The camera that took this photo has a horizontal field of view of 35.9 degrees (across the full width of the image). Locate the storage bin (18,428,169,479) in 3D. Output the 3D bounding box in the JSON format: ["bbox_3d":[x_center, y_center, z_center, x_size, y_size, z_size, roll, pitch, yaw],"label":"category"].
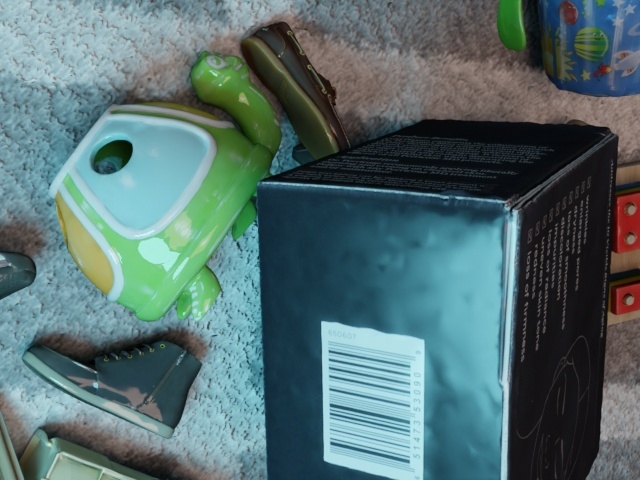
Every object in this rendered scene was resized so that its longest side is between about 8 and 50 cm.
[{"bbox_3d":[-0.308,0.413,1.318,0.262,0.123,0.260,29,91,-25],"label":"storage bin"}]

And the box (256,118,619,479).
[{"bbox_3d":[0.165,0.121,1.212,0.472,0.297,0.479,-26,119,-58],"label":"box"}]

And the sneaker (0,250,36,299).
[{"bbox_3d":[-0.453,0.128,1.160,0.281,0.106,0.162,-21,73,-7],"label":"sneaker"}]

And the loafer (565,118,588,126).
[{"bbox_3d":[0.371,-0.045,1.479,0.092,0.102,0.268,-12,109,-25],"label":"loafer"}]

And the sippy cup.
[{"bbox_3d":[0.398,-0.324,1.362,0.306,0.240,0.224,2,117,9],"label":"sippy cup"}]

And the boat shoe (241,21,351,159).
[{"bbox_3d":[-0.016,-0.191,1.271,0.073,0.073,0.207,-32,89,-28],"label":"boat shoe"}]

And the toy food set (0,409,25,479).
[{"bbox_3d":[-0.466,0.291,1.156,0.220,0.306,0.092,-20,153,-16],"label":"toy food set"}]

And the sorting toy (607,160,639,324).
[{"bbox_3d":[0.536,0.005,1.565,0.255,0.089,0.257,-10,107,-19],"label":"sorting toy"}]

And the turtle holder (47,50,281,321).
[{"bbox_3d":[-0.173,-0.071,1.182,0.227,0.243,0.320,36,98,-9],"label":"turtle holder"}]

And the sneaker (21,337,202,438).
[{"bbox_3d":[-0.272,0.163,1.302,0.222,0.083,0.118,30,73,-19],"label":"sneaker"}]

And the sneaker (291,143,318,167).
[{"bbox_3d":[0.000,0.000,1.347,0.108,0.100,0.271,-18,110,-11],"label":"sneaker"}]
